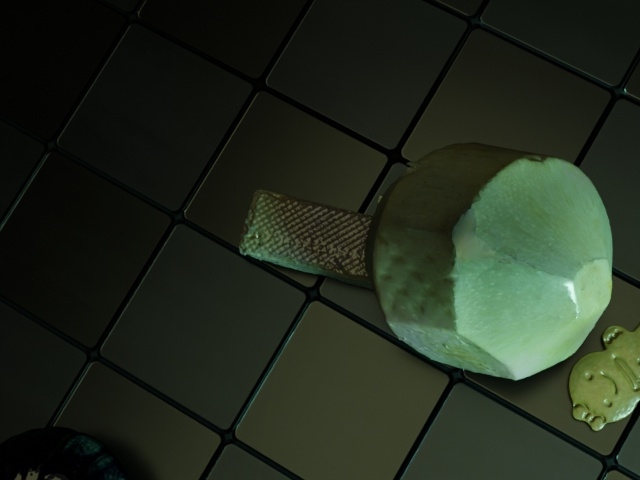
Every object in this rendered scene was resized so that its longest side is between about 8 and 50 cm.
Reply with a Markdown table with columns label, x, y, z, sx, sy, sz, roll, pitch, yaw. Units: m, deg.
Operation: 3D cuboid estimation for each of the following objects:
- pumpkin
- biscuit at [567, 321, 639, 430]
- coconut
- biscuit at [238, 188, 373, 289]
| label | x | y | z | sx | sy | sz | roll | pitch | yaw |
| --- | --- | --- | --- | --- | --- | --- | --- | --- | --- |
| pumpkin | -0.399 | 0.389 | 1.716 | 0.248 | 0.248 | 0.248 | -2 | 77 | 8 |
| biscuit | 0.437 | 0.188 | 1.751 | 0.184 | 0.027 | 0.133 | -21 | 77 | 3 |
| coconut | 0.248 | 0.025 | 1.677 | 0.353 | 0.352 | 0.352 | -2 | 77 | 8 |
| biscuit | 0.000 | 0.000 | 1.841 | 0.239 | 0.062 | 0.108 | 14 | 81 | 12 |
